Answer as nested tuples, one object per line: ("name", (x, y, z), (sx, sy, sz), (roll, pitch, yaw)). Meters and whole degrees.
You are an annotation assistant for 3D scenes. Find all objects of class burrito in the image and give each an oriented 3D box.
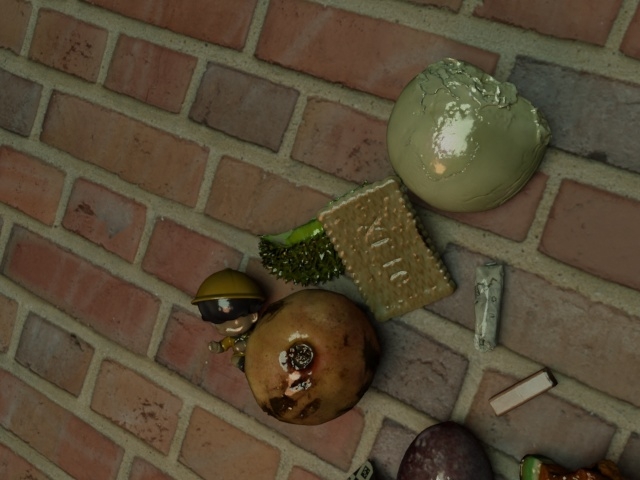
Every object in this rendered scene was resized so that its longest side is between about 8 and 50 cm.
("burrito", (0.371, 0.148, 1.587), (0.064, 0.064, 0.203), (3, 89, 25))

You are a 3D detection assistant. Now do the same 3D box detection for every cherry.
("cherry", (0.273, 0.530, 1.560), (0.214, 0.183, 0.265), (0, 73, 17))

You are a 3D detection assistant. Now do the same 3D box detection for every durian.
("durian", (0.000, 0.000, 1.754), (0.352, 0.158, 0.169), (-28, 43, 22))

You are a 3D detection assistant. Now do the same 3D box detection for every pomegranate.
("pomegranate", (-0.023, 0.269, 1.647), (0.322, 0.322, 0.321), (0, 89, 25))

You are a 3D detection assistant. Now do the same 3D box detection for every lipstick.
("lipstick", (0.442, 0.331, 1.557), (0.145, 0.045, 0.045), (-36, 77, 20))

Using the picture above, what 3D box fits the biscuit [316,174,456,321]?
("biscuit", (0.151, 0.023, 1.623), (0.217, 0.044, 0.324), (-25, 108, 20))

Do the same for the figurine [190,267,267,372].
("figurine", (-0.215, 0.197, 1.806), (0.193, 0.167, 0.256), (-13, 107, 17))

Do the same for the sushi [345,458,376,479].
("sushi", (0.083, 0.695, 1.639), (0.264, 0.050, 0.290), (-49, 28, 21))

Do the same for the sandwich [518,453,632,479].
("sandwich", (0.554, 0.537, 1.440), (0.301, 0.162, 0.250), (-39, 57, 50))

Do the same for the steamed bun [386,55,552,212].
("steamed bun", (0.297, -0.218, 1.532), (0.334, 0.233, 0.311), (32, 101, 23))
